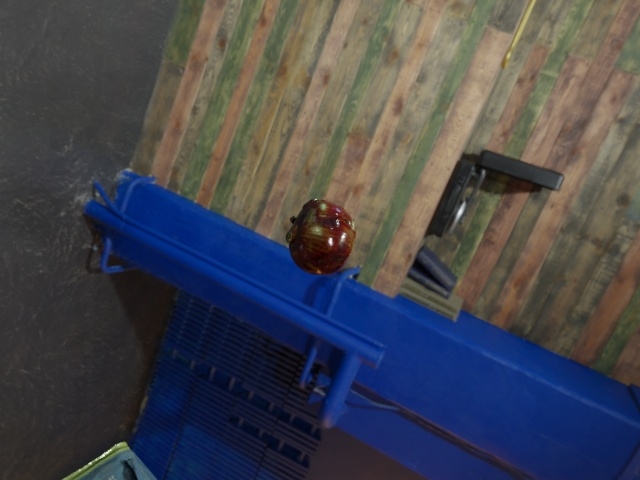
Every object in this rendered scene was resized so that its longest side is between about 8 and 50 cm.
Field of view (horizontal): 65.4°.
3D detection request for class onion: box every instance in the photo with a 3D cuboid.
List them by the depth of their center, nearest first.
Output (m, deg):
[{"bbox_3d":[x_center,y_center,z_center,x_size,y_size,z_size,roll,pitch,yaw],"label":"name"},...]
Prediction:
[{"bbox_3d":[0.000,0.000,0.778,0.118,0.118,0.117,-49,159,-46],"label":"onion"}]

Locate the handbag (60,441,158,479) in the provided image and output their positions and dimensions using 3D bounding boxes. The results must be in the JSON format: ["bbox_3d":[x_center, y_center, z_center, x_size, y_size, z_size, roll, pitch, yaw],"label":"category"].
[{"bbox_3d":[-0.489,0.648,1.159,0.263,0.241,0.222,-28,153,-51],"label":"handbag"}]
